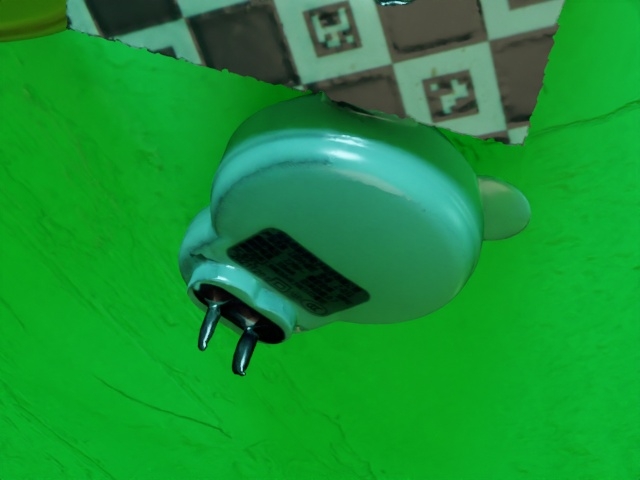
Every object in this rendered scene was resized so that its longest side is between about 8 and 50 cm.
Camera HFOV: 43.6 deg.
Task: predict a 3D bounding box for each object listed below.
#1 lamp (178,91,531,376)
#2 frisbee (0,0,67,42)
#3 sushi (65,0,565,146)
[{"bbox_3d":[0.002,-0.008,0.629,0.209,0.147,0.284,38,120,-23],"label":"lamp"},{"bbox_3d":[-0.261,-0.168,0.511,0.236,0.017,0.236,-3,177,0],"label":"frisbee"},{"bbox_3d":[0.010,-0.221,0.432,0.292,0.059,0.294,13,125,3],"label":"sushi"}]
